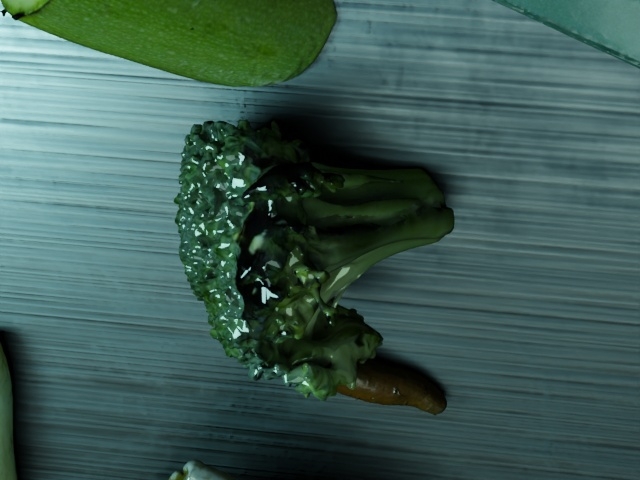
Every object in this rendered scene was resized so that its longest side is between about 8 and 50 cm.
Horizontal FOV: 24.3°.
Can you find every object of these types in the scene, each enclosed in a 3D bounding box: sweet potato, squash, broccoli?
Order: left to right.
[{"bbox_3d":[-0.137,-0.244,1.312,0.260,0.189,0.189,10,124,-37],"label":"squash"},{"bbox_3d":[0.000,0.000,1.312,0.243,0.247,0.263,-14,75,-18],"label":"broccoli"},{"bbox_3d":[0.002,0.113,1.448,0.264,0.057,0.057,29,117,-10],"label":"sweet potato"}]

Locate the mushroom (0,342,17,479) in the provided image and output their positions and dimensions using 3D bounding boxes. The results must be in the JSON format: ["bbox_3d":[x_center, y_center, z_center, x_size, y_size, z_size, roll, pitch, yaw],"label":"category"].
[{"bbox_3d":[-0.364,0.237,1.559,0.100,0.081,0.312,2,112,5],"label":"mushroom"}]

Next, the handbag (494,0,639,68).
[{"bbox_3d":[0.205,-0.303,1.162,0.274,0.100,0.269,23,114,13],"label":"handbag"}]

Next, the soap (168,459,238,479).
[{"bbox_3d":[-0.057,0.382,1.483,0.335,0.156,0.293,35,151,-8],"label":"soap"}]
